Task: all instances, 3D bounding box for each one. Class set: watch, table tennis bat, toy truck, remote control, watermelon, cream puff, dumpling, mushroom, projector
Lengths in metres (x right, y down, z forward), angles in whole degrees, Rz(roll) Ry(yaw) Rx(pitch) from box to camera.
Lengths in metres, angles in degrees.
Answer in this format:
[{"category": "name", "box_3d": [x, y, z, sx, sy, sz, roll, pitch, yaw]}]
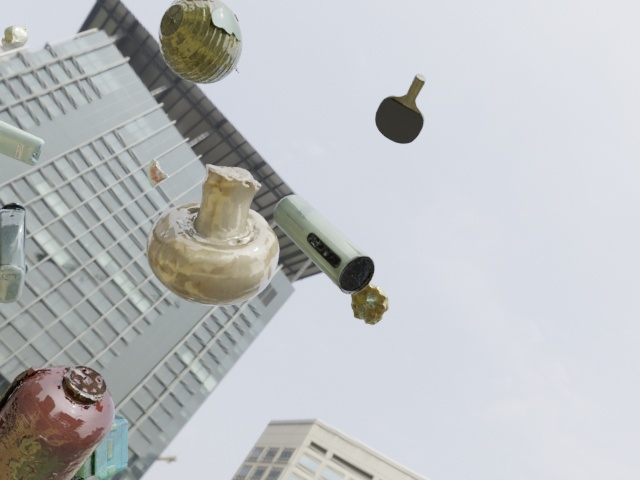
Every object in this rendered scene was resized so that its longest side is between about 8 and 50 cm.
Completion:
[{"category": "watch", "box_3d": [-0.709, 0.032, 1.113, 0.206, 0.068, 0.193, -57, -139, 42]}, {"category": "table tennis bat", "box_3d": [0.225, -0.352, 1.314, 0.138, 0.022, 0.246, 31, -29, 4]}, {"category": "toy truck", "box_3d": [-0.580, 0.478, 1.153, 0.278, 0.156, 0.155, -8, -99, 38]}, {"category": "remote control", "box_3d": [-0.857, -0.275, 1.209, 0.293, 0.051, 0.103, 23, -42, -26]}, {"category": "watermelon", "box_3d": [-0.482, -0.201, 1.446, 0.061, 0.085, 0.085, 6, -51, 5]}, {"category": "cream puff", "box_3d": [0.176, 0.228, 1.718, 0.146, 0.146, 0.116, 24, -11, 16]}, {"category": "dumpling", "box_3d": [-0.802, -0.532, 1.273, 0.057, 0.052, 0.076, -16, -104, 35]}, {"category": "mushroom", "box_3d": [-0.227, -0.015, 1.050, 0.297, 0.297, 0.290, 21, -62, 19]}, {"category": "projector", "box_3d": [0.000, 0.000, 1.221, 0.337, 0.108, 0.108, 43, -32, 46]}]

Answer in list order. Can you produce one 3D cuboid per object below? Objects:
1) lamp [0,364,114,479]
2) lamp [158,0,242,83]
[{"category": "lamp", "box_3d": [-0.467, 0.320, 0.820, 0.180, 0.180, 0.258, 42, -81, -1]}, {"category": "lamp", "box_3d": [-0.330, -0.576, 1.427, 0.250, 0.284, 0.250, -8, -105, 32]}]
